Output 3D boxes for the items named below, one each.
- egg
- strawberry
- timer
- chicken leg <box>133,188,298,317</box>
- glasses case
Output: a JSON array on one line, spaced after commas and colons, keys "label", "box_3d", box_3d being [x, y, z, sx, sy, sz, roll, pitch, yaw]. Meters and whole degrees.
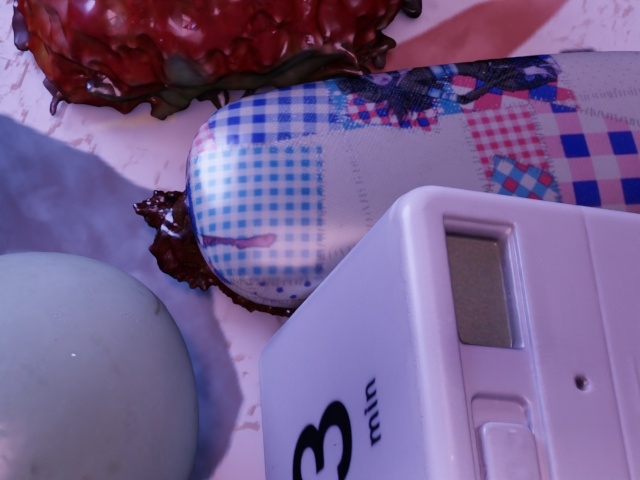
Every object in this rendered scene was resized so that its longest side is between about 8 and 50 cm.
[{"label": "egg", "box_3d": [-0.183, 0.131, 0.763, 0.203, 0.203, 0.282, 42, 80, 6]}, {"label": "strawberry", "box_3d": [-0.055, -0.213, 0.852, 0.253, 0.150, 0.280, 5, 82, 0]}, {"label": "timer", "box_3d": [0.093, 0.106, 0.729, 0.194, 0.195, 0.192, 6, 61, -21]}, {"label": "chicken leg", "box_3d": [-0.003, 0.006, 0.864, 0.219, 0.048, 0.089, 14, 82, 2]}, {"label": "glasses case", "box_3d": [0.087, -0.037, 0.833, 0.327, 0.076, 0.125, -8, 64, -15]}]
